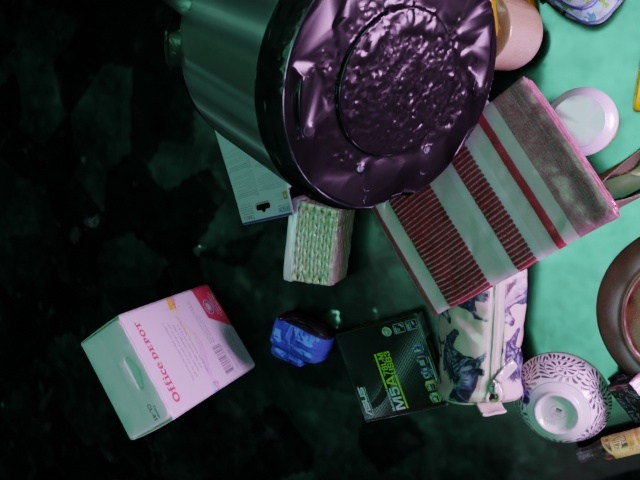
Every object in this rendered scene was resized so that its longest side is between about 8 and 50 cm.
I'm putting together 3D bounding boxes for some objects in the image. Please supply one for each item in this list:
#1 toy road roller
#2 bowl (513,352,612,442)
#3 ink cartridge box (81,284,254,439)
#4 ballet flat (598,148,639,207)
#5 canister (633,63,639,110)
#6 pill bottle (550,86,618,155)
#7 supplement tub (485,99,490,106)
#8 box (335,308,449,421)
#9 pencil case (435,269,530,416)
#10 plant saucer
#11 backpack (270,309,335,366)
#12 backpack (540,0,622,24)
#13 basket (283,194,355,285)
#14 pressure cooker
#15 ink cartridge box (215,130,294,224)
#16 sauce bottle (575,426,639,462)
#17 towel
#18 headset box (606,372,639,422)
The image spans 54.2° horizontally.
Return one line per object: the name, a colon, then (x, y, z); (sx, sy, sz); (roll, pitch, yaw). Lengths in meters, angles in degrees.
toy road roller: (0.206, -0.427, 1.023); (0.240, 0.202, 0.330); (-8, 95, 41)
bowl: (0.417, 0.289, 1.097); (0.170, 0.080, 0.170); (4, 100, 26)
ink cartridge box: (-0.307, 0.240, 1.311); (0.131, 0.306, 0.226); (-33, 83, 26)
ballet flat: (0.509, -0.108, 0.998); (0.250, 0.058, 0.084); (-33, 84, 26)
canister: (0.571, -0.249, 0.938); (0.170, 0.073, 0.126); (9, 102, 26)
pill bottle: (0.404, -0.182, 0.966); (0.103, 0.184, 0.103); (5, 101, 26)
supplement tub: (0.219, -0.164, 1.097); (0.190, 0.117, 0.117); (-25, 87, 26)
box: (0.144, 0.250, 1.242); (0.184, 0.045, 0.191); (-19, 89, 25)
pencil case: (0.281, 0.080, 1.072); (0.160, 0.183, 0.410); (-3, 98, -15)
plant saucer: (0.607, 0.123, 0.996); (0.310, 0.050, 0.311); (4, 99, 25)
backpack: (-0.034, 0.207, 1.294); (0.120, 0.098, 0.101); (19, 105, 12)
backpack: (0.416, -0.398, 0.981); (0.114, 0.084, 0.105); (41, 115, 12)
basket: (0.000, 0.000, 1.234); (0.103, 0.113, 0.167); (12, 103, 20)
pressure cooker: (-0.015, -0.276, 0.906); (0.420, 0.375, 0.370); (38, 150, 48)
ink cartridge box: (-0.121, -0.151, 1.247); (0.223, 0.045, 0.224); (-6, 100, 56)
sauce bottle: (0.509, 0.358, 1.084); (0.128, 0.042, 0.042); (-28, 86, 25)
towel: (0.245, -0.055, 0.958); (0.329, 0.037, 0.237); (-37, 75, 35)
headset box: (0.528, 0.261, 1.047); (0.083, 0.032, 0.062); (53, 158, 10)
